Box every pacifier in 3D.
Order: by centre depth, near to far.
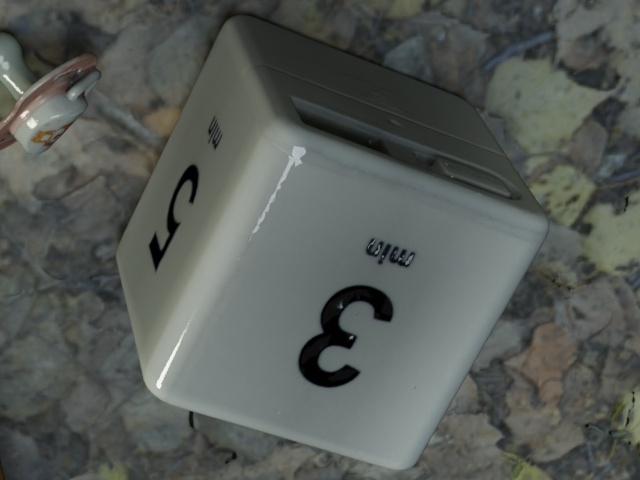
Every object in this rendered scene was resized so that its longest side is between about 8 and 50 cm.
[{"bbox_3d":[-0.183,-0.099,1.162,0.078,0.081,0.099,49,125,3],"label":"pacifier"}]

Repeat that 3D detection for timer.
[{"bbox_3d":[0.000,0.000,1.175,0.192,0.194,0.195,19,113,-22],"label":"timer"}]

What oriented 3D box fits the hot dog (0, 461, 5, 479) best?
[{"bbox_3d":[-0.291,0.164,1.245,0.158,0.117,0.349,-10,120,-9],"label":"hot dog"}]
